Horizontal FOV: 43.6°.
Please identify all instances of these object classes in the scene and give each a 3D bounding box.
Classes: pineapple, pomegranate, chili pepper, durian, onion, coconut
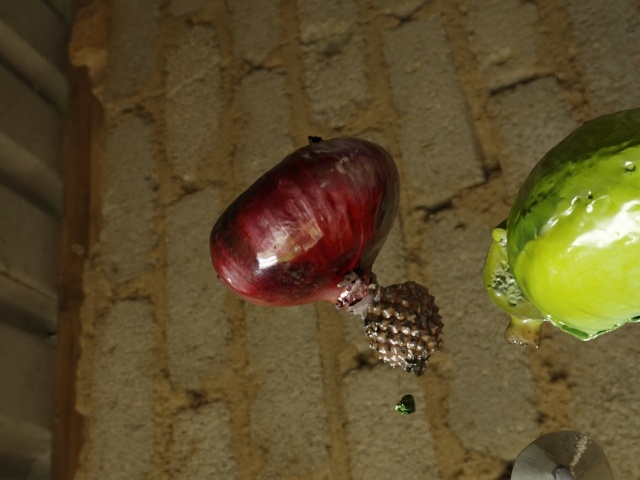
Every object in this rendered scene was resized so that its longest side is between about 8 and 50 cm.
[{"bbox_3d":[0.170,0.183,1.611,0.166,0.166,0.193,37,-147,-64],"label":"pineapple"},{"bbox_3d":[0.278,0.043,1.001,0.122,0.143,0.169,-30,-58,-49],"label":"pomegranate"},{"bbox_3d":[0.165,0.320,1.541,0.034,0.030,0.091,70,-164,4],"label":"chili pepper"},{"bbox_3d":[0.203,-0.015,0.527,0.250,0.139,0.101,110,178,-56],"label":"durian"},{"bbox_3d":[0.000,0.000,1.301,0.285,0.348,0.348,52,-166,10],"label":"onion"},{"bbox_3d":[0.532,0.530,1.759,0.241,0.241,0.241,-16,-90,-73],"label":"coconut"}]
